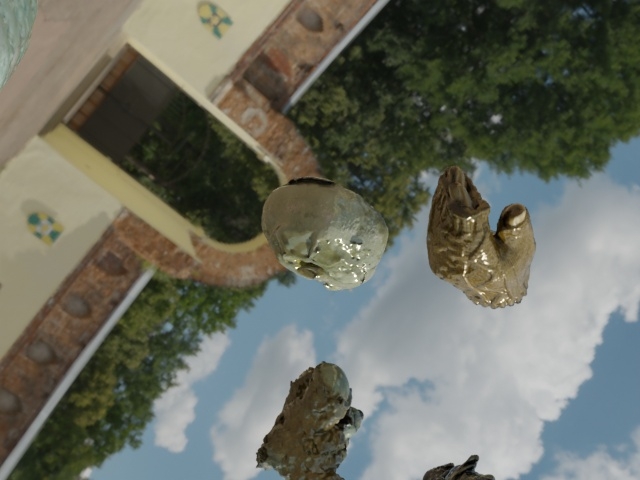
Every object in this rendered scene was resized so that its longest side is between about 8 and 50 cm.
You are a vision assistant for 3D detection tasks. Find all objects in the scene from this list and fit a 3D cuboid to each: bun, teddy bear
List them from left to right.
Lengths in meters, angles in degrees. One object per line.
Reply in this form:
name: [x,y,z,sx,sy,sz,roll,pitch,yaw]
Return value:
teddy bear: [-0.006,0.320,1.222,0.156,0.267,0.256,-5,180,12]
bun: [0.000,0.000,1.301,0.239,0.239,0.141,-20,-141,58]

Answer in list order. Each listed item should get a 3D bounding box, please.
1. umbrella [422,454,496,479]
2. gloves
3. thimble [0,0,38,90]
umbrella: [0.284,0.524,1.608,0.113,0.106,0.358,-20,172,-10]
gloves: [0.296,0.011,1.390,0.203,0.356,0.155,8,-126,33]
thimble: [-0.374,-0.199,0.688,0.211,0.185,0.149,-54,-159,29]
